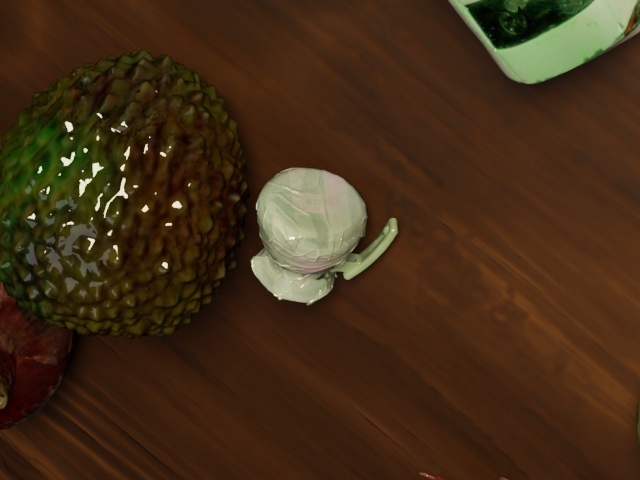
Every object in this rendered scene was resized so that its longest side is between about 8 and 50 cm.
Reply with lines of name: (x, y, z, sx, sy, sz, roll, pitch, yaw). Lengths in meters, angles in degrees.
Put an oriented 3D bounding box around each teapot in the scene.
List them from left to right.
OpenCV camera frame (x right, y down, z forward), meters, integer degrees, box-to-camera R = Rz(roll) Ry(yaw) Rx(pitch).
teapot: (0.000, 0.000, 0.764, 0.083, 0.064, 0.064, 8, 136, -10)

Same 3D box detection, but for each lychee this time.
lychee: (-0.117, -0.028, 0.758, 0.171, 0.171, 0.171, 15, 125, 23)

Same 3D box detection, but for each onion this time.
onion: (-0.216, 0.037, 0.879, 0.151, 0.098, 0.206, 44, 154, 43)

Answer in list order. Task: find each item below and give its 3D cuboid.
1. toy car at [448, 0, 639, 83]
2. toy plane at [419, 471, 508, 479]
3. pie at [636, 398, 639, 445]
toy car: (0.066, -0.176, 0.600, 0.090, 0.076, 0.224, -25, 103, 40)
toy plane: (0.139, 0.219, 0.804, 0.126, 0.077, 0.194, -21, 115, 47)
pie: (0.264, 0.154, 0.626, 0.257, 0.105, 0.275, -3, 109, 66)
